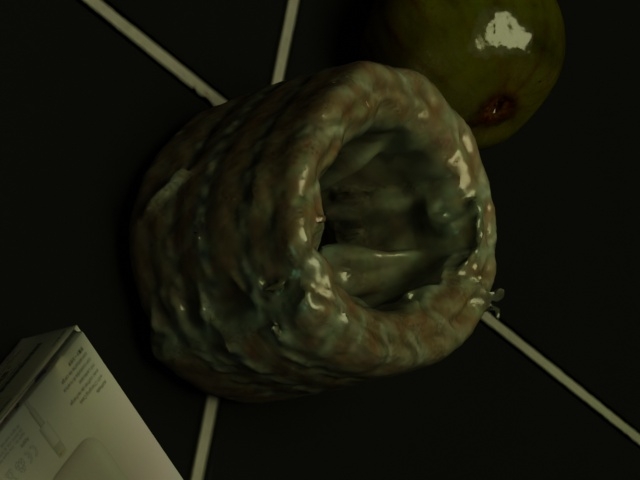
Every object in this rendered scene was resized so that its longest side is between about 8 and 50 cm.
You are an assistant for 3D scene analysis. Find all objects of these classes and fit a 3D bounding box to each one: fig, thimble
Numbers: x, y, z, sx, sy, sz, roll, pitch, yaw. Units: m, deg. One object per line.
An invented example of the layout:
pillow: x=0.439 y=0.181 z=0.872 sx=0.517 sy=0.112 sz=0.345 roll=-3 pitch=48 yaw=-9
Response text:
fig: x=0.083 y=-0.147 z=1.424 sx=0.148 sy=0.186 sz=0.142 roll=12 pitch=112 yaw=-29
thimble: x=0.001 y=-0.006 z=1.232 sx=0.229 sy=0.148 sz=0.196 roll=-8 pitch=84 yaw=-55

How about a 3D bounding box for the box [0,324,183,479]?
box: x=-0.143 y=0.137 z=1.076 sx=0.129 sy=0.051 sz=0.130 roll=59 pitch=41 yaw=-21
